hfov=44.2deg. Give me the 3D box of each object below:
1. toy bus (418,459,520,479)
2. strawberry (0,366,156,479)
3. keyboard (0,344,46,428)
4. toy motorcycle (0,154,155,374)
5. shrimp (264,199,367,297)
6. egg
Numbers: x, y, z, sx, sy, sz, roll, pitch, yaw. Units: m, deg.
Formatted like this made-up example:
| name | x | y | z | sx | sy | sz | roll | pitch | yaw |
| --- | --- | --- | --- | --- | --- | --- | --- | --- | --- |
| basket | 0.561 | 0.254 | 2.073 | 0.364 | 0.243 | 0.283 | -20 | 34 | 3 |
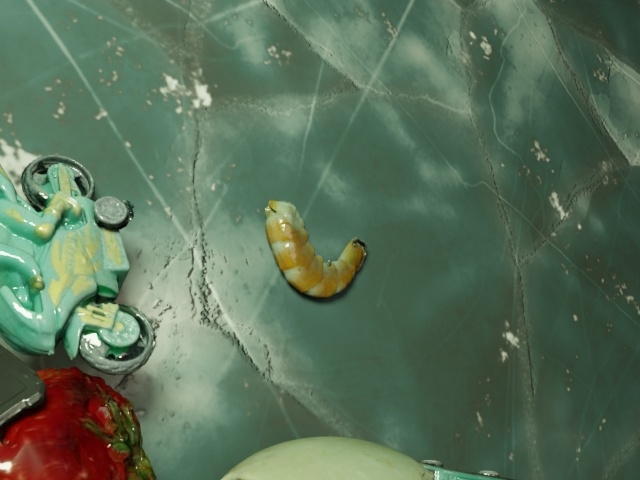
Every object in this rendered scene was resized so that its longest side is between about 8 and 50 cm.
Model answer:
| name | x | y | z | sx | sy | sz | roll | pitch | yaw |
| --- | --- | --- | --- | --- | --- | --- | --- | --- | --- |
| toy bus | 0.226 | 0.374 | 1.143 | 0.261 | 0.109 | 0.091 | 17 | 71 | -30 |
| strawberry | -0.265 | 0.273 | 0.757 | 0.220 | 0.274 | 0.274 | -25 | 90 | -2 |
| keyboard | -0.372 | 0.108 | 0.738 | 0.106 | 0.262 | 0.016 | -36 | 141 | -40 |
| toy motorcycle | -0.302 | 0.023 | 0.857 | 0.198 | 0.109 | 0.297 | 0 | 53 | -34 |
| shrimp | 0.000 | 0.000 | 1.142 | 0.166 | 0.049 | 0.161 | -24 | 92 | -40 |
| egg | 0.034 | 0.368 | 0.893 | 0.336 | 0.278 | 0.279 | 18 | 65 | -37 |
